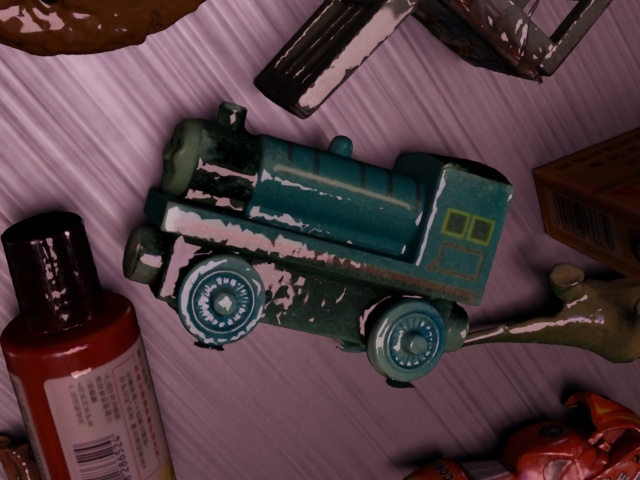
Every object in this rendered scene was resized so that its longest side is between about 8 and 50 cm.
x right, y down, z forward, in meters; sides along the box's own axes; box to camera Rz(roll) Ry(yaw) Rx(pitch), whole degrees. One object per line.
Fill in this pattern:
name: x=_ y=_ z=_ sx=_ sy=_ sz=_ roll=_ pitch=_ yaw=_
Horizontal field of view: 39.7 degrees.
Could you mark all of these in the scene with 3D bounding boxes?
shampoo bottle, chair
shampoo bottle: x=-0.185 y=0.113 z=0.698 sx=0.104 sy=0.104 sz=0.278 roll=-14 pitch=112 yaw=-13
chair: x=0.098 y=-0.170 z=0.677 sx=0.147 sy=0.136 sz=0.270 roll=37 pitch=92 yaw=-23

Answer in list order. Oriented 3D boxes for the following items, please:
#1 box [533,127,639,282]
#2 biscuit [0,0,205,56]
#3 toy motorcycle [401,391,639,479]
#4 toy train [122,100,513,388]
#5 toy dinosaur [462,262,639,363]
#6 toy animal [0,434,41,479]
box: x=0.321 y=-0.029 z=0.720 sx=0.174 sy=0.274 sz=0.076 roll=-23 pitch=111 yaw=-9
biscuit: x=-0.162 y=-0.254 z=0.570 sx=0.295 sy=0.075 sz=0.296 roll=-9 pitch=126 yaw=-13
toy motorcycle: x=0.231 y=0.246 z=0.886 sx=0.298 sy=0.089 sz=0.171 roll=-19 pitch=111 yaw=-10
toy train: x=0.000 y=0.000 z=0.719 sx=0.298 sy=0.120 sz=0.194 roll=14 pitch=96 yaw=-22
toy dinosaur: x=0.329 y=0.091 z=0.899 sx=0.447 sy=0.087 sz=0.301 roll=-13 pitch=154 yaw=9
toy animal: x=-0.321 y=0.279 z=0.740 sx=0.149 sy=0.054 sz=0.276 roll=23 pitch=100 yaw=-21
